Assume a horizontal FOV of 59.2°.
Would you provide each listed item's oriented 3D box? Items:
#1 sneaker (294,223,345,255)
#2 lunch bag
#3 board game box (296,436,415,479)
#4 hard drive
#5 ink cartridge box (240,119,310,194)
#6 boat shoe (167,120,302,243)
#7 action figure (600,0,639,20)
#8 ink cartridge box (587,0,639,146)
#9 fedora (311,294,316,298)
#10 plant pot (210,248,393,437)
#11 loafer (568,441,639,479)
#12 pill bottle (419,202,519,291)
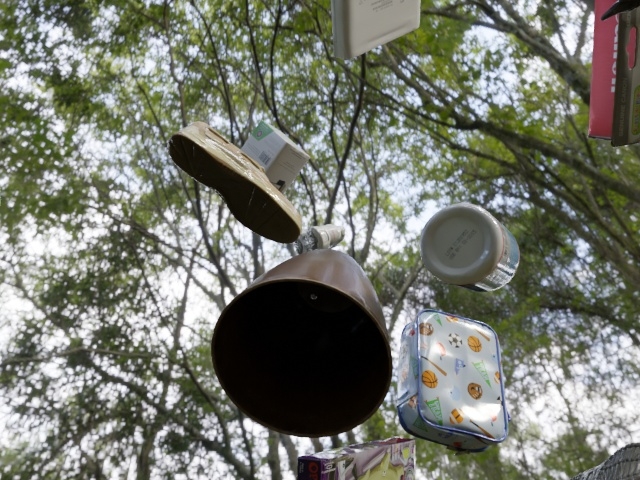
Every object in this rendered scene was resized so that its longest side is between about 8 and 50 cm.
[{"bbox_3d":[0.000,0.000,1.572,0.115,0.232,0.090,-13,-86,-23],"label":"sneaker"},{"bbox_3d":[0.296,0.313,1.249,0.243,0.303,0.115,17,-38,-12],"label":"lunch bag"},{"bbox_3d":[0.069,0.439,0.909,0.056,0.208,0.347,-1,-12,32],"label":"board game box"},{"bbox_3d":[0.092,-0.472,0.902,0.203,0.040,0.307,-34,-44,-32],"label":"hard drive"},{"bbox_3d":[-0.154,-0.178,1.466,0.092,0.160,0.219,27,-76,-43],"label":"ink cartridge box"},{"bbox_3d":[-0.163,-0.132,1.217,0.341,0.110,0.121,41,-47,-6],"label":"boat shoe"},{"bbox_3d":[0.218,-0.281,0.414,0.141,0.276,0.164,-8,-33,-53],"label":"action figure"},{"bbox_3d":[0.549,-0.328,0.938,0.272,0.130,0.309,-11,-72,-18],"label":"ink cartridge box"},{"bbox_3d":[-0.017,0.193,1.093,0.275,0.124,0.244,-18,-81,-24],"label":"fedora"},{"bbox_3d":[-0.007,0.102,0.759,0.215,0.230,0.215,3,-69,8],"label":"plant pot"},{"bbox_3d":[0.501,0.420,0.938,0.092,0.102,0.268,41,-37,13],"label":"loafer"},{"bbox_3d":[0.178,0.014,0.647,0.087,0.087,0.160,-30,-22,21],"label":"pill bottle"}]
